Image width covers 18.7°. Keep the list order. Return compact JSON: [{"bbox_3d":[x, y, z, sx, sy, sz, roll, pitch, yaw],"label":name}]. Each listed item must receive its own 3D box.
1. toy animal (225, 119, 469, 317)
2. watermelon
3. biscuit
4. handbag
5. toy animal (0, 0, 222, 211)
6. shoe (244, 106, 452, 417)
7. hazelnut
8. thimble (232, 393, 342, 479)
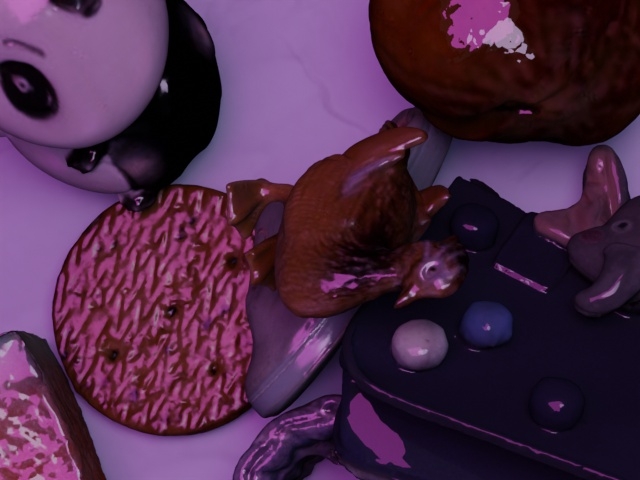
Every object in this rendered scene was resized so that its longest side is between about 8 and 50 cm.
[{"bbox_3d":[0.037,-0.018,1.238,0.179,0.089,0.188,3,43,36],"label":"toy animal"},{"bbox_3d":[-0.215,0.216,1.375,0.193,0.140,0.257,-37,82,-1],"label":"watermelon"},{"bbox_3d":[-0.106,0.051,1.423,0.188,0.027,0.188,-2,79,12],"label":"biscuit"},{"bbox_3d":[0.195,0.070,1.257,0.325,0.118,0.269,18,45,16],"label":"handbag"},{"bbox_3d":[-0.179,-0.139,1.367,0.187,0.235,0.165,27,82,24],"label":"toy animal"},{"bbox_3d":[0.000,0.000,1.352,0.100,0.103,0.251,32,73,-4],"label":"shoe"},{"bbox_3d":[0.138,-0.141,1.310,0.178,0.204,0.178,-28,44,30],"label":"hazelnut"},{"bbox_3d":[0.017,0.180,1.330,0.150,0.098,0.150,-3,78,14],"label":"thimble"}]
